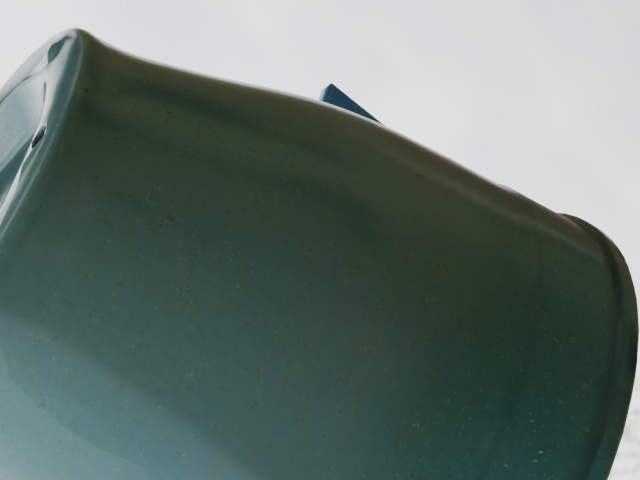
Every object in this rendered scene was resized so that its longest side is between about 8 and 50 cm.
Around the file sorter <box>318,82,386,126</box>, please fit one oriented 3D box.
[{"bbox_3d":[0.000,0.000,1.405,0.118,0.104,0.170,37,-133,-20],"label":"file sorter"}]

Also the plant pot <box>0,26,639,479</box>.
[{"bbox_3d":[-0.048,0.049,0.835,0.255,0.272,0.272,30,-155,-21],"label":"plant pot"}]
